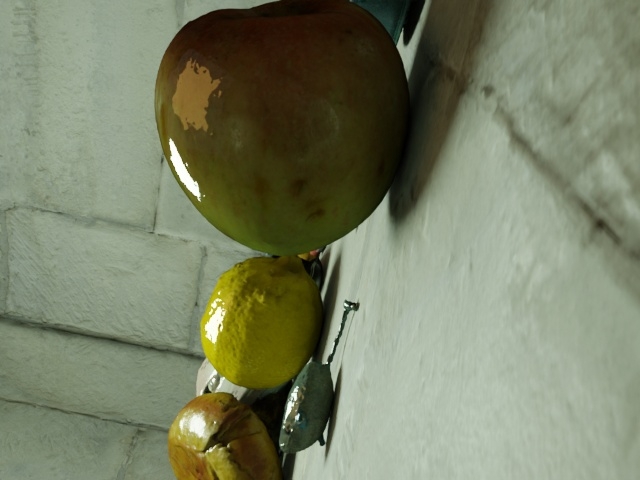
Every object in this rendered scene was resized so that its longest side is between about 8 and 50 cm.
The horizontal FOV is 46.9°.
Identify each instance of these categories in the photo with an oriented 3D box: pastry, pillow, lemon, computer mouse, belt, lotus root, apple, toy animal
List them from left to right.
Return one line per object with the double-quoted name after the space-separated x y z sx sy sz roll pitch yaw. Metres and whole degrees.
-0.206 0.504 1.635 0.356 0.164 0.355 26 126 43 "pastry"
-0.193 0.300 1.789 0.389 0.115 0.199 -44 52 3 "computer mouse"
-0.176 0.457 1.886 0.196 0.179 0.397 171 114 -70 "lotus root"
-0.116 0.165 1.517 0.245 0.245 0.319 -88 21 -67 "lemon"
-0.039 -0.150 0.968 0.338 0.339 0.304 -87 -10 -64 "apple"
-0.025 0.106 1.747 0.091 0.055 0.135 -144 62 -65 "pillow"
0.004 0.205 1.114 0.079 0.070 0.252 26 92 50 "toy animal"
0.099 -0.414 1.109 0.267 0.116 0.206 103 -179 -51 "belt"

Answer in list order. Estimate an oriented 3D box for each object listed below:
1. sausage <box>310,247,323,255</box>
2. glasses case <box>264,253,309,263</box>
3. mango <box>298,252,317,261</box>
0.000 0.000 1.826 0.253 0.034 0.034 119 162 -72 "sausage"
-0.080 0.097 1.810 0.321 0.082 0.122 29 -106 -72 "glasses case"
-0.069 0.039 2.051 0.177 0.120 0.294 -90 13 -62 "mango"
